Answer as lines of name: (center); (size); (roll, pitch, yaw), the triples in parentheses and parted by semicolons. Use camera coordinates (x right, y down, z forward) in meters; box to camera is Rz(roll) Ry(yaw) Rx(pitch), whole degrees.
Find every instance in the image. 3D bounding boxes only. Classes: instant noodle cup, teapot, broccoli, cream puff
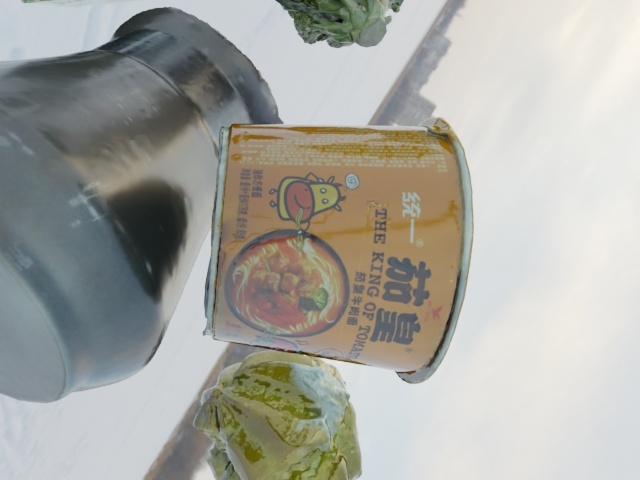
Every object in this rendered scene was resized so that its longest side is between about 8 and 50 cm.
instant noodle cup: (0.000, 0.000, 0.478); (0.216, 0.172, 0.216); (-175, -90, -80)
teapot: (-0.247, -0.068, 0.600); (0.362, 0.376, 0.306); (-53, 153, -46)
broccoli: (0.028, -0.257, 0.637); (0.130, 0.120, 0.131); (-34, 157, 9)
cream puff: (-0.103, 0.377, 1.145); (0.378, 0.275, 0.378); (-29, -125, 51)

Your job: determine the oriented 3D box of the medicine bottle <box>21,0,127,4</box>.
medicine bottle: (-0.274, -0.361, 0.733); (0.250, 0.137, 0.141); (-107, -166, -68)
